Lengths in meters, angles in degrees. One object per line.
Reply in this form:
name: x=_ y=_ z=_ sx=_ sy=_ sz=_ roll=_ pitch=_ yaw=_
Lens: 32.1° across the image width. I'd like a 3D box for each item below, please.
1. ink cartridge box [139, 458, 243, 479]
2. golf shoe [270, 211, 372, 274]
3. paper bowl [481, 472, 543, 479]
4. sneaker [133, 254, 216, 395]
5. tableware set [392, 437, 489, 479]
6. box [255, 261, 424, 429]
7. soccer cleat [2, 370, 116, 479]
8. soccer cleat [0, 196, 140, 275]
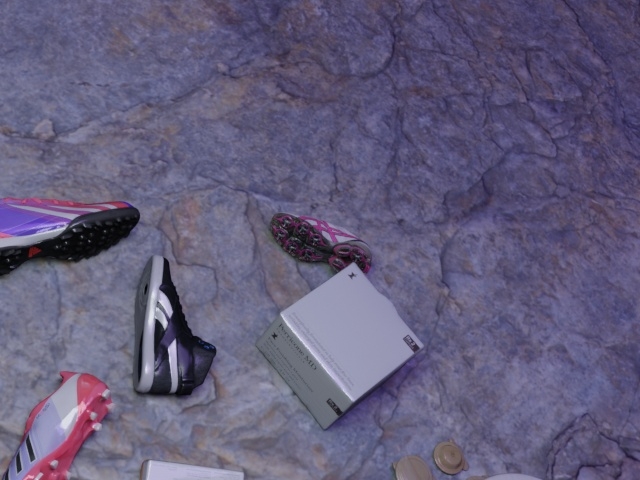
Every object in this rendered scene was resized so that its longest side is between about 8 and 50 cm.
ink cartridge box: x=-0.187 y=0.405 z=1.556 sx=0.145 sy=0.045 sz=0.179 roll=12 pitch=73 yaw=-20
golf shoe: x=0.000 y=0.000 z=1.890 sx=0.186 sy=0.067 sz=0.086 roll=27 pitch=25 yaw=-9
paper bowl: x=0.280 y=0.501 z=1.645 sx=0.284 sy=0.148 sz=0.284 roll=12 pitch=55 yaw=-18
sneaker: x=-0.216 y=0.133 z=1.687 sx=0.121 sy=0.079 sz=0.217 roll=12 pitch=63 yaw=-23
tableware set: x=0.197 y=0.389 z=1.759 sx=0.168 sy=0.020 sz=0.141 roll=-18 pitch=69 yaw=-35
box: x=0.030 y=0.164 z=1.755 sx=0.182 sy=0.119 sz=0.181 roll=-32 pitch=77 yaw=-38
soccer cleat: x=-0.378 y=0.282 z=1.514 sx=0.095 sy=0.083 sz=0.248 roll=18 pitch=53 yaw=22
soccer cleat: x=-0.425 y=-0.025 z=1.663 sx=0.318 sy=0.109 sz=0.116 roll=-16 pitch=64 yaw=-31
